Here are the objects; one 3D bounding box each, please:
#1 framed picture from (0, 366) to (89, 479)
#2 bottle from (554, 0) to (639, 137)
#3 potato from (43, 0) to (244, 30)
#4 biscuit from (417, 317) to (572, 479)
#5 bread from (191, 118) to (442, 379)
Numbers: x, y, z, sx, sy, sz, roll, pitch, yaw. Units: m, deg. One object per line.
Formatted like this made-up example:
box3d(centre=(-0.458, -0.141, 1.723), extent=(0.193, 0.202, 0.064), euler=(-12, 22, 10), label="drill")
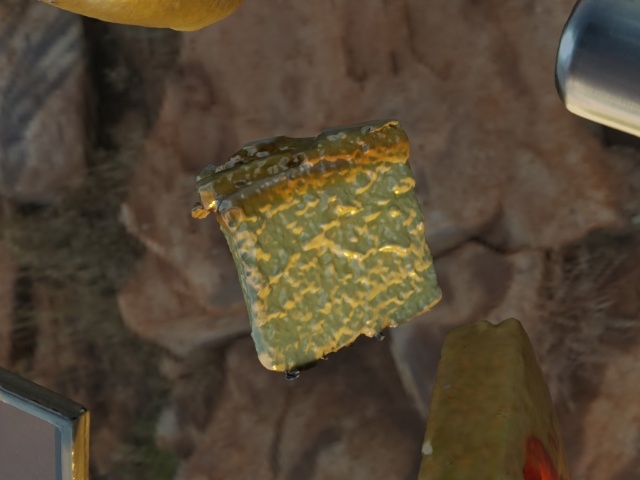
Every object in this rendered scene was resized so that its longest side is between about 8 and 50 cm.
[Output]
box3d(centre=(-0.197, 0.102, 0.807), extent=(0.203, 0.015, 0.150), euler=(20, 126, 22), label="framed picture")
box3d(centre=(0.242, -0.067, 0.805), extent=(0.253, 0.079, 0.096), euler=(23, 109, 18), label="bottle")
box3d(centre=(-0.151, -0.279, 1.324), extent=(0.202, 0.351, 0.218), euler=(-13, 65, 25), label="potato")
box3d(centre=(0.051, 0.137, 0.410), extent=(0.041, 0.212, 0.239), euler=(-3, 78, 18), label="biscuit")
box3d(centre=(0.000, 0.000, 1.080), extent=(0.127, 0.152, 0.147), euler=(-109, 0, -81), label="bread")
